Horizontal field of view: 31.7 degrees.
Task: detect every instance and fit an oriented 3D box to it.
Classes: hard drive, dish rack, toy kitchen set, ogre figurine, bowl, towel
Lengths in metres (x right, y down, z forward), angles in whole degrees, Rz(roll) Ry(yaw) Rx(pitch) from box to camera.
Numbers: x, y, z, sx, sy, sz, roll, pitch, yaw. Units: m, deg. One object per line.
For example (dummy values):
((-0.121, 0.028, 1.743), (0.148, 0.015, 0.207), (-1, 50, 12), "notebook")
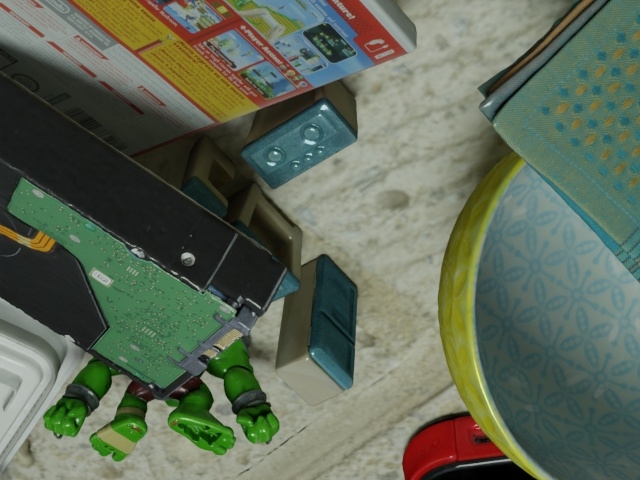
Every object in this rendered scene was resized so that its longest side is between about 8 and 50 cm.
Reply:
((-0.212, -0.017, 0.842), (0.339, 0.064, 0.237), (34, 150, -8), "hard drive")
((-0.411, 0.145, 1.080), (0.285, 0.072, 0.333), (26, 128, -17), "dish rack")
((0.000, 0.000, 0.885), (0.166, 0.122, 0.207), (-28, 123, 26), "toy kitchen set")
((-0.134, 0.129, 1.009), (0.197, 0.118, 0.097), (-13, 132, 17), "ogre figurine")
((0.196, 0.045, 0.863), (0.289, 0.289, 0.156), (34, 168, -22), "bowl")
((0.309, -0.128, 0.719), (0.370, 0.040, 0.271), (-44, 117, 5), "towel")

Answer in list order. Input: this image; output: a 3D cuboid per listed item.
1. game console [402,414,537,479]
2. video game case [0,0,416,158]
((0.299, 0.284, 1.151), (0.386, 0.060, 0.342), (-10, 132, 14), "game console")
((-0.107, -0.146, 0.769), (0.285, 0.025, 0.204), (-16, 145, 30), "video game case")
